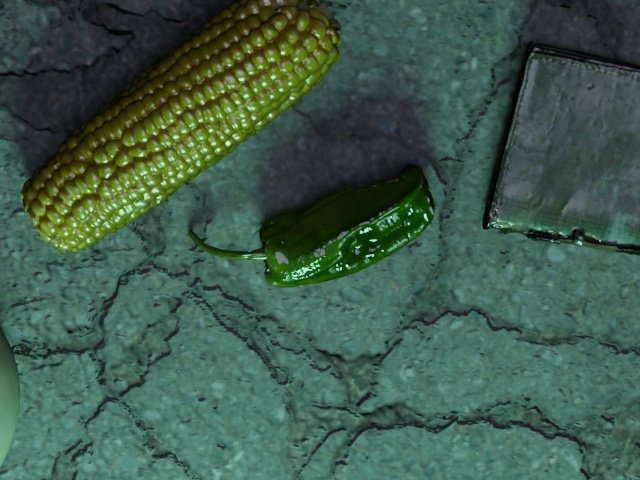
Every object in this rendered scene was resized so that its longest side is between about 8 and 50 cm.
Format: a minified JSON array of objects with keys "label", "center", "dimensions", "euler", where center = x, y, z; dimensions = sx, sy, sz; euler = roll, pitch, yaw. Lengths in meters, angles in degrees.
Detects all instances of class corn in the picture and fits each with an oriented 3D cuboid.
[{"label":"corn","center":[-0.108,-0.104,1.500],"dimensions":[0.310,0.101,0.101],"euler":[-36,106,1]}]

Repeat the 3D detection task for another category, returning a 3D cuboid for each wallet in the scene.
[{"label":"wallet","center":[0.307,-0.062,1.600],"dimensions":[0.317,0.044,0.169],"euler":[9,106,-9]}]

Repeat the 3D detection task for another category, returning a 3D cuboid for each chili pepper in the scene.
[{"label":"chili pepper","center":[0.000,0.001,1.560],"dimensions":[0.204,0.073,0.072],"euler":[-21,119,-1]}]

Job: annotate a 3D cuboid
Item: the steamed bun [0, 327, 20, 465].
[{"label":"steamed bun","center":[-0.358,0.134,1.497],"dimensions":[0.231,0.145,0.232],"euler":[-2,104,-7]}]
